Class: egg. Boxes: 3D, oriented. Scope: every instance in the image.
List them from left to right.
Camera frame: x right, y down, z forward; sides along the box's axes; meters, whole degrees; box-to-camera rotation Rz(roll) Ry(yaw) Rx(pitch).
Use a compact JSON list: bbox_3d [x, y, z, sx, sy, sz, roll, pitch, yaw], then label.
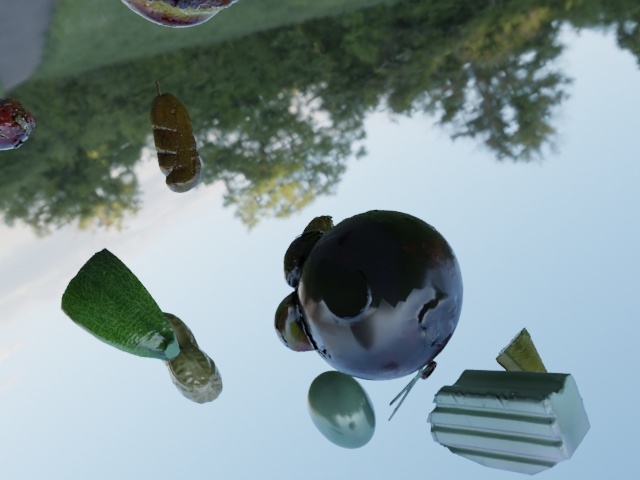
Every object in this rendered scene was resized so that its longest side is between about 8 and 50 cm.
[{"bbox_3d":[0.058,0.457,2.082,0.168,0.231,0.168,-32,-171,6],"label":"egg"}]

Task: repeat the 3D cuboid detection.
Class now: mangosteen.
[{"bbox_3d":[0.095,0.114,1.688,0.421,0.381,0.381,9,-153,17],"label":"mangosteen"}]

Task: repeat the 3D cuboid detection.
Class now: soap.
[{"bbox_3d":[0.507,0.499,2.153,0.446,0.261,0.156,-9,-161,47],"label":"soap"}]

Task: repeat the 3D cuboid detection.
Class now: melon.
[{"bbox_3d":[-0.485,0.179,1.925,0.196,0.323,0.124,-55,157,-4],"label":"melon"}]

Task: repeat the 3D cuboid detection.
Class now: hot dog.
[{"bbox_3d":[-0.334,-0.614,1.737,0.405,0.223,0.185,-1,162,-35],"label":"hot dog"}]

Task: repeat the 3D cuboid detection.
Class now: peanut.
[{"bbox_3d":[-0.372,0.308,2.070,0.120,0.298,0.136,-34,154,-14],"label":"peanut"}]

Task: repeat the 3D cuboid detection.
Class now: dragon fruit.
[{"bbox_3d":[-0.766,-0.275,1.754,0.246,0.125,0.125,12,-141,6],"label":"dragon fruit"}]

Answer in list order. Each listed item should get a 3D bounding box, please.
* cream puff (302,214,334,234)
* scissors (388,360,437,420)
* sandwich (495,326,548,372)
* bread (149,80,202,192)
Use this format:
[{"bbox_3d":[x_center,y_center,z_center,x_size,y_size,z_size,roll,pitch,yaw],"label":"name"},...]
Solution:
[{"bbox_3d":[0.000,0.000,2.023,0.104,0.133,0.119,-10,-140,-5],"label":"cream puff"},{"bbox_3d":[0.255,0.387,2.117,0.017,0.144,0.247,27,-128,27],"label":"scissors"},{"bbox_3d":[0.648,0.378,2.416,0.193,0.162,0.058,-31,164,-52],"label":"sandwich"},{"bbox_3d":[-0.442,-0.307,2.296,0.124,0.344,0.084,-13,176,-28],"label":"bread"}]
